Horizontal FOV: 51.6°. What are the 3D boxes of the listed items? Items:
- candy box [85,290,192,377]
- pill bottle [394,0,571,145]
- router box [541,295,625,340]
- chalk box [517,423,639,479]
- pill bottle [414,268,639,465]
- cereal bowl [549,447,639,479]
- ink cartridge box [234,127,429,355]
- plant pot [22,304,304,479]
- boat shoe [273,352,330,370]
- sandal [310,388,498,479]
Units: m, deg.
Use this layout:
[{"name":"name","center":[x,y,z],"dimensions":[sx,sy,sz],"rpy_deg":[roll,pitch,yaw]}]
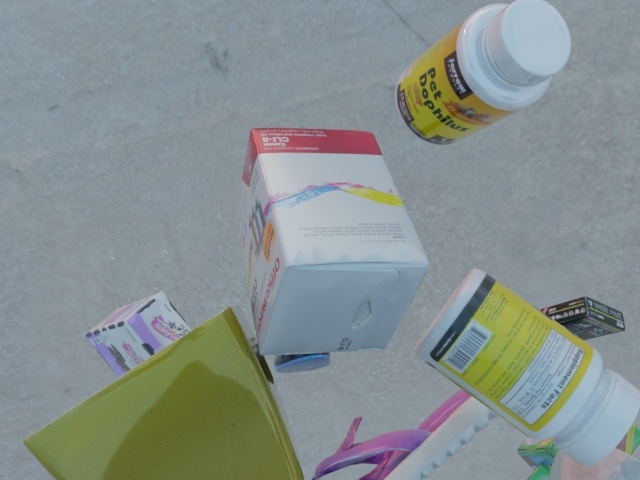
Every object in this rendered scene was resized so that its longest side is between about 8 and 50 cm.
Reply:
[{"name":"candy box","center":[-0.238,0.169,0.957],"dimensions":[0.070,0.196,0.164],"rpy_deg":[-42,102,-34]},{"name":"pill bottle","center":[0.180,-0.189,0.755],"dimensions":[0.117,0.215,0.117],"rpy_deg":[3,81,-19]},{"name":"router box","center":[0.472,0.143,1.192],"dimensions":[0.123,0.092,0.038],"rpy_deg":[21,59,-33]},{"name":"chalk box","center":[0.484,0.407,1.272],"dimensions":[0.132,0.132,0.213],"rpy_deg":[44,69,5]},{"name":"pill bottle","center":[0.216,0.134,0.702],"dimensions":[0.209,0.119,0.119],"rpy_deg":[36,80,9]},{"name":"cereal bowl","center":[0.428,0.383,0.805],"dimensions":[0.339,0.339,0.141],"rpy_deg":[31,82,7]},{"name":"ink cartridge box","center":[0.000,0.000,0.616],"dimensions":[0.128,0.128,0.176],"rpy_deg":[-1,47,-19]},{"name":"plant pot","center":[-0.128,0.202,0.675],"dimensions":[0.212,0.212,0.187],"rpy_deg":[-32,88,-7]},{"name":"boat shoe","center":[-0.047,0.183,1.156],"dimensions":[0.109,0.258,0.088],"rpy_deg":[0,77,-16]},{"name":"sandal","center":[0.071,0.264,0.816],"dimensions":[0.417,0.169,0.102],"rpy_deg":[-24,70,-36]}]
